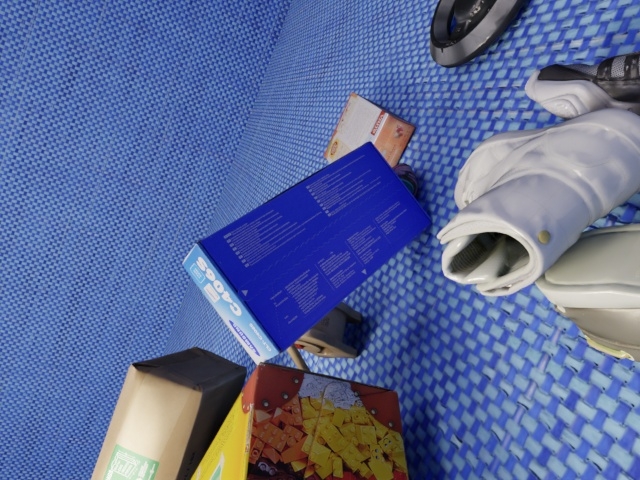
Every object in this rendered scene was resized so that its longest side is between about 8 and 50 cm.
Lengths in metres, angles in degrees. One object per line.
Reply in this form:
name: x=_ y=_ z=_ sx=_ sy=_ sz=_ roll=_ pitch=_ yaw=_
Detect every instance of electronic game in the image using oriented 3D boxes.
electronic game: x=0.256 y=-0.389 z=0.806 sx=0.229 sy=0.048 sz=0.229 roll=-48 pitch=31 yaw=41

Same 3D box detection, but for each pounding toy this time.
pounding toy: x=-0.048 y=0.161 z=0.811 sx=0.154 sy=0.269 sz=0.154 roll=-3 pitch=66 yaw=31

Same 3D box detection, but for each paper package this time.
paper package: x=-0.315 y=0.415 z=1.060 sx=0.309 sy=0.168 sz=0.324 roll=38 pitch=-110 yaw=-79

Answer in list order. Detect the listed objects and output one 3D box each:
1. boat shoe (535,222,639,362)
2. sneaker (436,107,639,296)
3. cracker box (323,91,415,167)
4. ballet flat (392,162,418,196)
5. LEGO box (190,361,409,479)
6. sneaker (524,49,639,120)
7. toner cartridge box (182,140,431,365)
boat shoe: x=0.292 y=0.045 z=0.331 sx=0.109 sy=0.091 sz=0.305 roll=-45 pitch=17 yaw=-18
sneaker: x=0.171 y=-0.029 z=0.514 sx=0.169 sy=0.108 sz=0.292 roll=-40 pitch=2 yaw=-8
cracker box: x=0.090 y=-0.199 z=1.019 sx=0.155 sy=0.067 sz=0.232 roll=-64 pitch=22 yaw=19
ballet flat: x=0.095 y=-0.052 z=0.902 sx=0.221 sy=0.077 sz=0.079 roll=-50 pitch=12 yaw=33
LEGO box: x=-0.078 y=0.455 z=0.641 sx=0.372 sy=0.193 sz=0.500 roll=-90 pitch=22 yaw=-45
sneaker: x=0.311 y=-0.154 z=0.438 sx=0.153 sy=0.101 sz=0.268 roll=-63 pitch=29 yaw=17
toner cartridge box: x=0.000 y=0.000 z=0.703 sx=0.348 sy=0.165 sz=0.075 roll=-35 pitch=-4 yaw=-38
